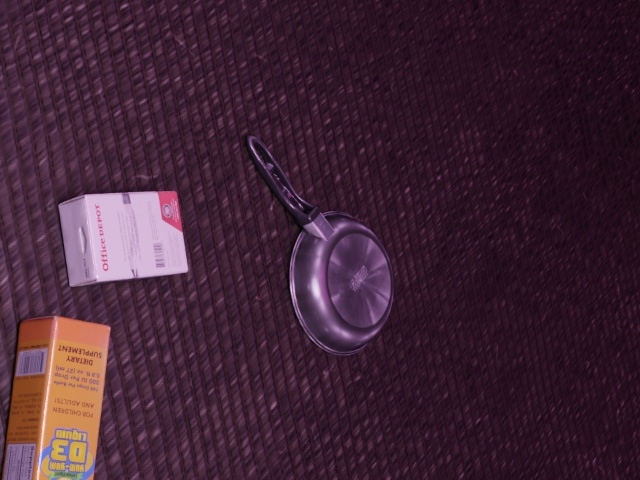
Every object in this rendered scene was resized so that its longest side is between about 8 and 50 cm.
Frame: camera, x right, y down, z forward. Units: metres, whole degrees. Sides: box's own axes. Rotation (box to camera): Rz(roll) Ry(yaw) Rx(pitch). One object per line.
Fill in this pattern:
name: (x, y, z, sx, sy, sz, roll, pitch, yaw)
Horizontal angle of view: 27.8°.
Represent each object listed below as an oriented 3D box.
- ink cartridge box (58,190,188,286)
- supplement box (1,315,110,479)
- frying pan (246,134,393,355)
ink cartridge box: (-0.226, -0.003, 1.484, 0.135, 0.056, 0.099, -4, 84, -46)
supplement box: (-0.283, 0.201, 1.369, 0.078, 0.080, 0.233, 16, 74, -42)
frying pan: (0.020, -0.005, 1.748, 0.197, 0.053, 0.326, -21, 100, -46)
